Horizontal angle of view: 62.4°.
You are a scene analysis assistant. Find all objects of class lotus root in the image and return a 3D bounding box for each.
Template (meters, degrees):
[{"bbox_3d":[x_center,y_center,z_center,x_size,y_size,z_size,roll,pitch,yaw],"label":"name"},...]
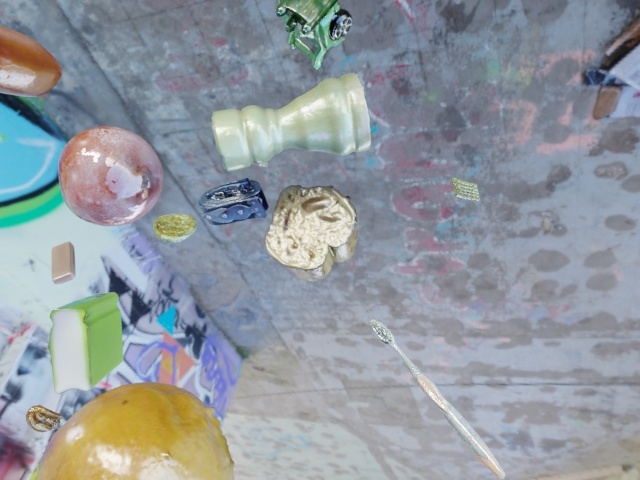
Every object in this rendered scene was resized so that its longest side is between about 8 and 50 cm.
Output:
[{"bbox_3d":[0.000,0.000,1.742,0.316,0.316,0.250,-1,153,20],"label":"lotus root"}]

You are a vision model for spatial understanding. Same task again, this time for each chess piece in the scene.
[{"bbox_3d":[-0.089,-0.338,1.570,0.443,0.234,0.234,-13,139,-4],"label":"chess piece"}]

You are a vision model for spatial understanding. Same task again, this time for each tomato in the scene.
[{"bbox_3d":[-0.545,-0.169,1.409,0.227,0.270,0.270,6,142,28],"label":"tomato"}]

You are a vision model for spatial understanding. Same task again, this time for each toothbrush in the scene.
[{"bbox_3d":[0.213,0.289,1.011,0.028,0.375,0.037,-42,148,2],"label":"toothbrush"}]

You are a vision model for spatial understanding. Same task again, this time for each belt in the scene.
[{"bbox_3d":[-0.285,-0.132,1.706,0.218,0.122,0.128,-12,136,10],"label":"belt"}]

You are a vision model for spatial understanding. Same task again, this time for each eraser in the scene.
[{"bbox_3d":[-0.590,0.250,1.352,0.092,0.209,0.274,-4,180,-3],"label":"eraser"}]

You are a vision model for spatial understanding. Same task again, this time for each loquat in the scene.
[{"bbox_3d":[-0.299,0.398,0.868,0.329,0.328,0.328,10,141,8],"label":"loquat"}]

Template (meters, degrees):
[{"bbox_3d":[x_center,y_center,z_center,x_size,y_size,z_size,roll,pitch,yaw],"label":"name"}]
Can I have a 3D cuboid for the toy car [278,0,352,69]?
[{"bbox_3d":[-0.037,-0.708,1.604,0.213,0.176,0.358,47,180,18],"label":"toy car"}]

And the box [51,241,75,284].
[{"bbox_3d":[-0.575,0.050,1.182,0.048,0.115,0.025,-24,135,-7],"label":"box"}]

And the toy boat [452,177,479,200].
[{"bbox_3d":[0.461,-0.161,1.677,0.115,0.063,0.016,7,159,-36],"label":"toy boat"}]

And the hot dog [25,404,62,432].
[{"bbox_3d":[-0.662,0.427,1.266,0.083,0.058,0.035,42,178,-35],"label":"hot dog"}]

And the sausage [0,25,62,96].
[{"bbox_3d":[-0.435,-0.228,0.617,0.089,0.300,0.083,40,105,14],"label":"sausage"}]

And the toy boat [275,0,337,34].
[{"bbox_3d":[-0.021,-0.584,1.282,0.104,0.210,0.052,33,159,2],"label":"toy boat"}]

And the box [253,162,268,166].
[{"bbox_3d":[-0.239,-0.353,2.169,0.045,0.062,0.098,23,105,28],"label":"box"}]

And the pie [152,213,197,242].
[{"bbox_3d":[-0.264,-0.023,0.959,0.084,0.084,0.021,10,127,7],"label":"pie"}]
